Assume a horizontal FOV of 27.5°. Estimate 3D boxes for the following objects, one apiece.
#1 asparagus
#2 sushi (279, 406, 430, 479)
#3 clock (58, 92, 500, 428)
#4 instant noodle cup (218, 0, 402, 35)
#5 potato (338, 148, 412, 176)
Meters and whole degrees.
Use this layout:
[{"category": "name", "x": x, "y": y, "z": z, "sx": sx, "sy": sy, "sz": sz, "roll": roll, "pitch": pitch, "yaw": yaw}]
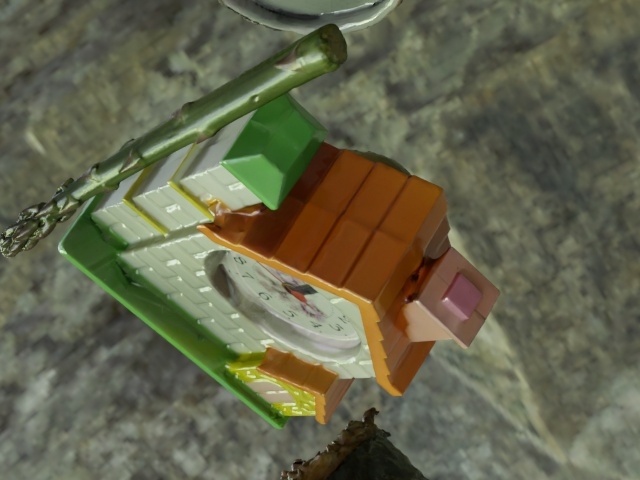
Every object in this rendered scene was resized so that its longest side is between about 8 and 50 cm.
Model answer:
[{"category": "asparagus", "x": -0.087, "y": -0.047, "z": 0.684, "sx": 0.248, "sy": 0.024, "sz": 0.025, "roll": -27, "pitch": -170, "yaw": 30}, {"category": "sushi", "x": -0.012, "y": 0.365, "z": 1.460, "sx": 0.348, "sy": 0.207, "sz": 0.234, "roll": -32, "pitch": 163, "yaw": -42}, {"category": "clock", "x": -0.022, "y": 0.019, "z": 0.857, "sx": 0.106, "sy": 0.220, "sz": 0.255, "roll": -57, "pitch": -159, "yaw": -23}, {"category": "instant noodle cup", "x": -0.004, "y": -0.305, "z": 1.112, "sx": 0.217, "sy": 0.217, "sz": 0.207, "roll": -14, "pitch": -121, "yaw": 37}, {"category": "potato", "x": 0.000, "y": 0.000, "z": 1.520, "sx": 0.266, "sy": 0.229, "sz": 0.229, "roll": -15, "pitch": -150, "yaw": 18}]
